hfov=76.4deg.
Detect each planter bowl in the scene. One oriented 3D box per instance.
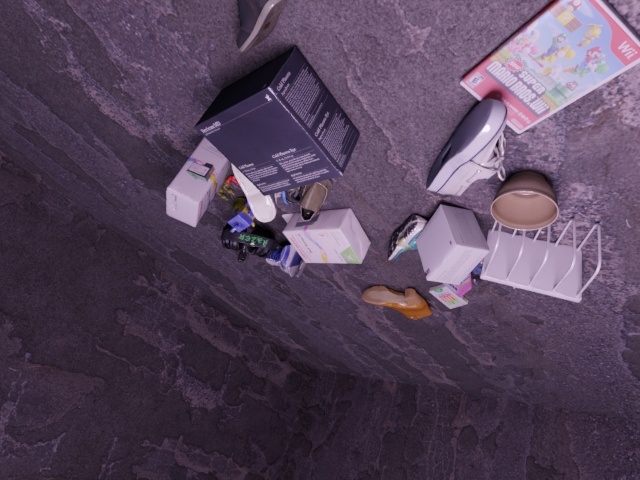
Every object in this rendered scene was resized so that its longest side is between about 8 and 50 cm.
[{"bbox_3d":[0.557,-0.118,1.104,0.162,0.109,0.162,18,151,10],"label":"planter bowl"}]

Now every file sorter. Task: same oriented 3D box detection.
[{"bbox_3d":[0.648,0.027,1.202,0.278,0.192,0.173,14,146,16],"label":"file sorter"}]

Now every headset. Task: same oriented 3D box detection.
[{"bbox_3d":[-0.336,0.023,1.849,0.244,0.185,0.394,15,177,-15],"label":"headset"}]

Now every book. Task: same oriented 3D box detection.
[{"bbox_3d":[0.560,0.240,1.773,0.144,0.035,0.096,36,144,-19],"label":"book"}]

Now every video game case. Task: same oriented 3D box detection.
[{"bbox_3d":[0.472,-0.362,0.852,0.204,0.025,0.285,32,149,-16],"label":"video game case"}]

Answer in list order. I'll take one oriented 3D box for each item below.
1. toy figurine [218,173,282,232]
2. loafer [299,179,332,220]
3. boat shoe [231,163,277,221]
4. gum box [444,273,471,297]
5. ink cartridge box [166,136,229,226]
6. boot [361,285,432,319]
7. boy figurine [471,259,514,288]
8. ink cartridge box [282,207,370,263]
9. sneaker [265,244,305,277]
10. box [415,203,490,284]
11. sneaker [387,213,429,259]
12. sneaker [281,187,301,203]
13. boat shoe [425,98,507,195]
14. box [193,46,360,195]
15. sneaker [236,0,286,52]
[{"bbox_3d":[-0.328,-0.122,1.607,0.191,0.217,0.363,38,147,-24],"label":"toy figurine"},{"bbox_3d":[-0.022,-0.149,1.480,0.095,0.087,0.251,21,151,3],"label":"loafer"},{"bbox_3d":[-0.227,-0.225,1.430,0.117,0.099,0.319,-12,110,8],"label":"boat shoe"},{"bbox_3d":[0.466,0.108,1.503,0.188,0.062,0.107,47,169,42],"label":"gum box"},{"bbox_3d":[-0.431,-0.214,1.464,0.117,0.278,0.201,28,151,-7],"label":"ink cartridge box"},{"bbox_3d":[0.365,0.310,1.946,0.296,0.104,0.211,-6,140,34],"label":"boot"},{"bbox_3d":[0.636,0.118,1.393,0.177,0.092,0.285,36,166,-22],"label":"boy figurine"},{"bbox_3d":[-0.004,-0.011,1.648,0.354,0.119,0.207,-2,137,37],"label":"ink cartridge box"},{"bbox_3d":[-0.178,0.085,1.888,0.183,0.127,0.315,22,170,9],"label":"sneaker"},{"bbox_3d":[0.410,0.015,1.290,0.119,0.181,0.180,10,136,-15],"label":"box"},{"bbox_3d":[0.326,0.009,1.489,0.110,0.106,0.275,19,152,-11],"label":"sneaker"},{"bbox_3d":[-0.110,-0.206,1.488,0.078,0.066,0.188,-4,144,4],"label":"sneaker"},{"bbox_3d":[0.406,-0.207,1.036,0.157,0.135,0.367,18,157,-1],"label":"boat shoe"},{"bbox_3d":[-0.123,-0.319,1.180,0.344,0.178,0.312,-7,140,42],"label":"box"},{"bbox_3d":[-0.165,-0.549,0.958,0.118,0.083,0.222,52,151,-11],"label":"sneaker"}]
